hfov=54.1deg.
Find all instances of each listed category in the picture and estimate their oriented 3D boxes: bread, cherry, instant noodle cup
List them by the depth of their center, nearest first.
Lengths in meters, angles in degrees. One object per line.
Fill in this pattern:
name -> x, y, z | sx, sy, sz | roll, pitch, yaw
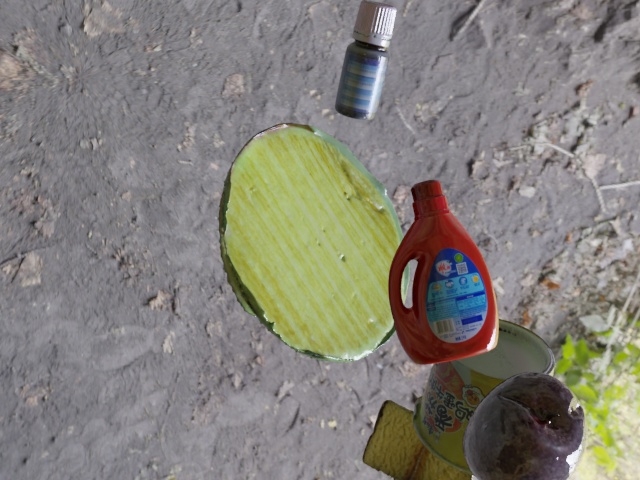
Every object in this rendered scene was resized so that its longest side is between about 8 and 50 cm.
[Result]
bread -> -0.001, 0.005, 0.747 | 0.301, 0.045, 0.302 | 20, 59, -37
cherry -> 0.266, 0.264, 0.831 | 0.140, 0.176, 0.176 | 37, 89, 9
instant noodle cup -> 0.318, 0.282, 1.182 | 0.264, 0.264, 0.200 | -4, 118, -20
bread -> 0.247, 0.500, 1.504 | 0.265, 0.142, 0.178 | 21, 94, 20

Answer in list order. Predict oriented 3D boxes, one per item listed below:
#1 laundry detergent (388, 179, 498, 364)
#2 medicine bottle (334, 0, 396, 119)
laundry detergent -> 0.107, 0.027, 0.584 | 0.097, 0.049, 0.166 | -12, 88, -3
medicine bottle -> 0.083, -0.328, 1.147 | 0.083, 0.083, 0.203 | 0, 117, -21
